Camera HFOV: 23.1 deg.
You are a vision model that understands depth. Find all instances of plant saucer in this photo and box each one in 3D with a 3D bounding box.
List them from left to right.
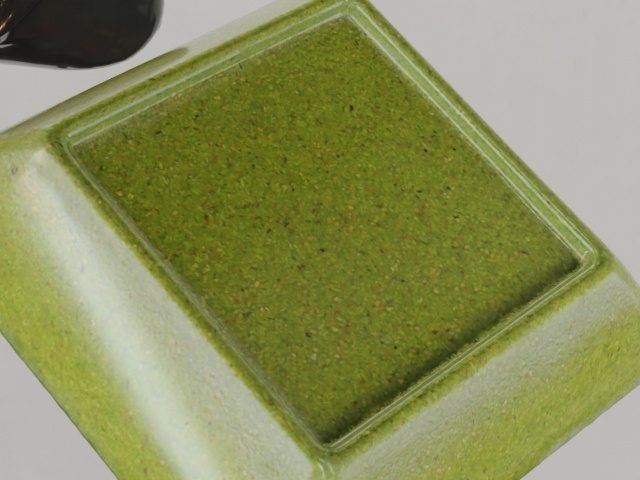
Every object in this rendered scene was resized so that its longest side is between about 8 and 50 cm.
[{"bbox_3d":[0.000,0.000,0.486,0.188,0.188,0.045,48,144,15],"label":"plant saucer"}]

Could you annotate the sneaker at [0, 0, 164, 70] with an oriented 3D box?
[{"bbox_3d":[-0.167,-0.091,0.509,0.109,0.286,0.130,-41,54,33],"label":"sneaker"}]
